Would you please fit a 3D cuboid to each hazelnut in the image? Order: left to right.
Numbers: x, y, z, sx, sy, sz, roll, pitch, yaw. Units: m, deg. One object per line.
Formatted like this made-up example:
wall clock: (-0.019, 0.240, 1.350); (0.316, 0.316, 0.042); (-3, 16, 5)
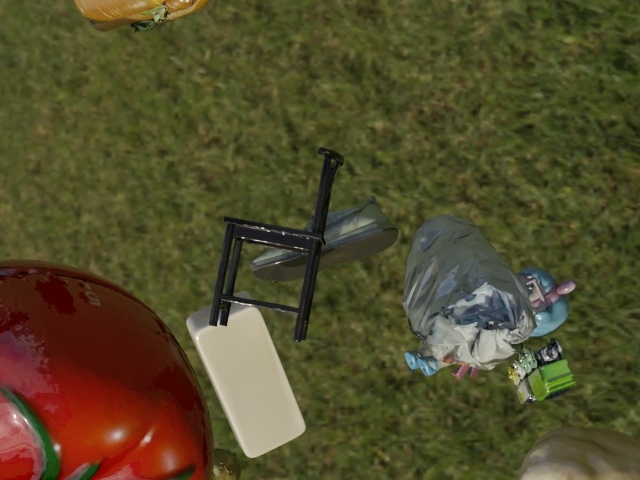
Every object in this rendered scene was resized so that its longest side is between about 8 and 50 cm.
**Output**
hazelnut: (0.413, 0.395, 1.740); (0.261, 0.261, 0.241); (-41, 42, 41)

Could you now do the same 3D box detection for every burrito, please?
burrito: (0.158, 0.064, 1.340); (0.139, 0.101, 0.445); (-57, 9, 8)

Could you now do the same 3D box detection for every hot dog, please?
hot dog: (-0.189, -0.258, 1.260); (0.249, 0.100, 0.068); (9, 95, 59)

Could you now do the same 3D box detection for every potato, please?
potato: (-0.179, 0.367, 1.778); (0.070, 0.138, 0.091); (43, 147, 7)

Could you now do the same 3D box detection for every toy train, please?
toy train: (0.326, 0.201, 1.757); (0.202, 0.060, 0.081); (91, 160, -74)

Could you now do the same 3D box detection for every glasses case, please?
glasses case: (-0.144, 0.268, 2.343); (0.076, 0.144, 0.336); (-130, 19, -58)

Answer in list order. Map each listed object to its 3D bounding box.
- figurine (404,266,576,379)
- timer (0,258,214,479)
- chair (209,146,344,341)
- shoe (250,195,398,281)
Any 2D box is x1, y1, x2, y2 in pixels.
figurine: (0.236, 0.126, 1.715); (0.103, 0.260, 0.205); (63, 161, -6)
timer: (-0.292, 0.203, 1.128); (0.279, 0.378, 0.378); (43, 118, 55)
chair: (-0.058, 0.000, 1.619); (0.154, 0.141, 0.260); (72, -152, -86)
shoe: (0.000, 0.000, 2.157); (0.103, 0.275, 0.098); (90, 161, -61)
